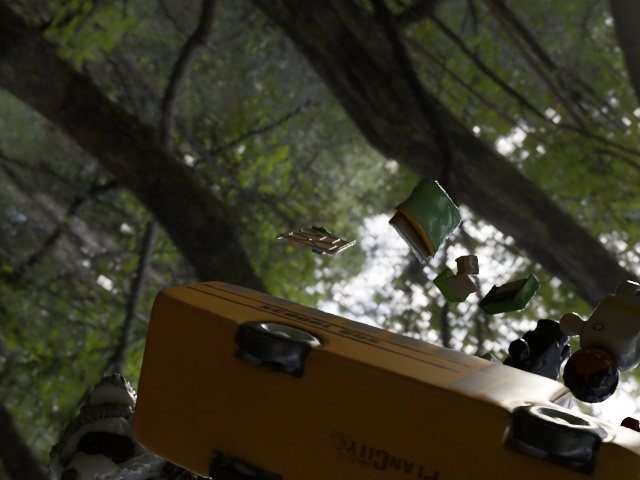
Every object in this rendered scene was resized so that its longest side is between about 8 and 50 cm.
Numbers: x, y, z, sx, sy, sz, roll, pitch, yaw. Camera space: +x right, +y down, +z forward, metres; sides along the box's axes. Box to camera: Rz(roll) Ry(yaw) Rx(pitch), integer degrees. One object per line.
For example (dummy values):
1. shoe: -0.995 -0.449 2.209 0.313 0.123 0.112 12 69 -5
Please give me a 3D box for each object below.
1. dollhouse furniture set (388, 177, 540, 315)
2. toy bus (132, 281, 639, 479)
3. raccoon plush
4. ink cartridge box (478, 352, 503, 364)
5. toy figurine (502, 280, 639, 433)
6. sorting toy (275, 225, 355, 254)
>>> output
1. dollhouse furniture set: 0.141 0.007 1.111 0.076 0.152 0.058 -46 -168 -32
2. toy bus: 0.040 0.120 0.710 0.130 0.332 0.108 -5 108 -64
3. raccoon plush: -0.164 0.353 1.490 0.216 0.446 0.299 -47 -124 -2
4. ink cartridge box: 0.287 0.337 1.616 0.129 0.307 0.223 -30 -140 27
5. toy figurine: 0.270 0.164 1.058 0.148 0.213 0.209 -45 -176 -35
6. sorting toy: 0.000 0.000 1.066 0.083 0.062 0.012 -23 126 -69
